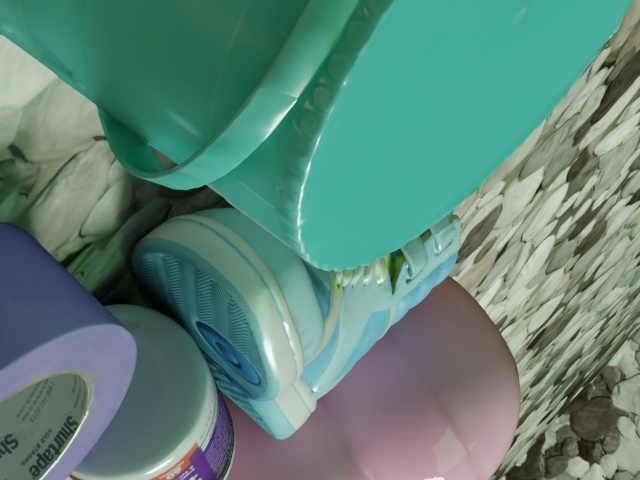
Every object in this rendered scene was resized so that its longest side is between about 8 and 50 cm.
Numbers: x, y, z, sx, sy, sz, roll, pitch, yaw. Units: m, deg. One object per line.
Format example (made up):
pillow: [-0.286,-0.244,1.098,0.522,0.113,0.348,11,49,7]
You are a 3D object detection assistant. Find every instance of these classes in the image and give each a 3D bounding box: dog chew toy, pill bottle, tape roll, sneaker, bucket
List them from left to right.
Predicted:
tape roll: [-0.187,0.088,0.769,0.189,0.080,0.189,-42,161,-17]
pill bottle: [-0.111,0.119,0.969,0.108,0.108,0.193,-44,162,-12]
dog chew toy: [-0.010,0.161,1.176,0.331,0.207,0.207,-35,160,-12]
sneaker: [0.000,0.000,0.966,0.208,0.127,0.319,-45,169,-11]
bucket: [0.009,-0.135,0.586,0.281,0.183,0.281,-43,161,-19]
